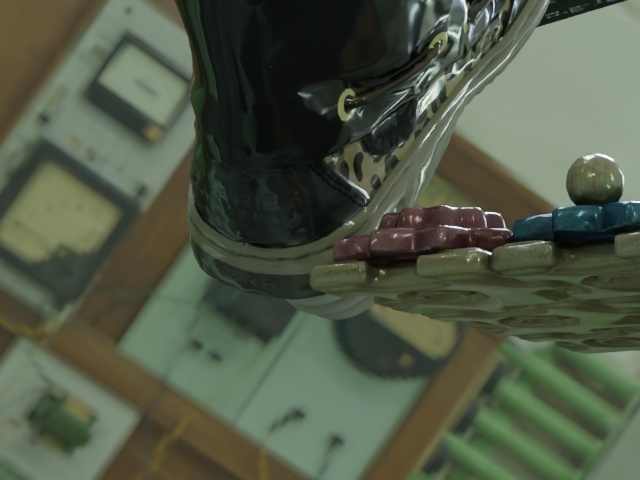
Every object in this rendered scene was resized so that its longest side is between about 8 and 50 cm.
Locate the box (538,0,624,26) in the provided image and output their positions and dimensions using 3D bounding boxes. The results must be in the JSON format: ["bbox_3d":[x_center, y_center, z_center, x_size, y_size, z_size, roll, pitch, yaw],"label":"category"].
[{"bbox_3d":[0.143,-0.229,1.443,0.180,0.078,0.147,-16,-31,19],"label":"box"}]

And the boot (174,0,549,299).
[{"bbox_3d":[0.021,-0.193,0.942,0.138,0.377,0.284,16,-36,22],"label":"boot"}]

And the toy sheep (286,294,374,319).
[{"bbox_3d":[0.000,0.000,1.167,0.091,0.091,0.132,31,-9,42],"label":"toy sheep"}]

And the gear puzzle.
[{"bbox_3d":[0.155,0.016,0.823,0.175,0.044,0.339,-7,-13,33],"label":"gear puzzle"}]
